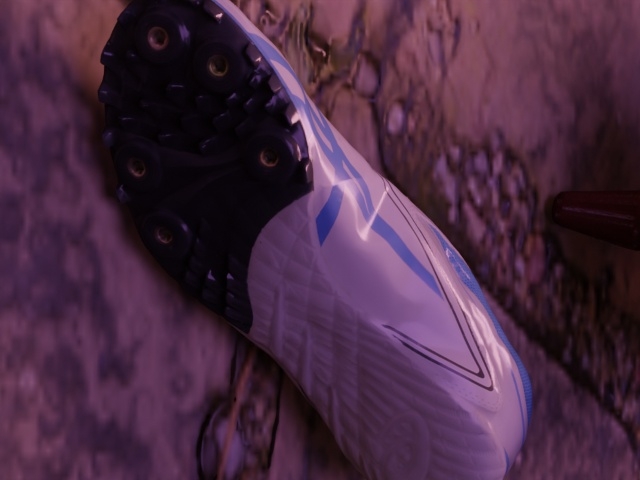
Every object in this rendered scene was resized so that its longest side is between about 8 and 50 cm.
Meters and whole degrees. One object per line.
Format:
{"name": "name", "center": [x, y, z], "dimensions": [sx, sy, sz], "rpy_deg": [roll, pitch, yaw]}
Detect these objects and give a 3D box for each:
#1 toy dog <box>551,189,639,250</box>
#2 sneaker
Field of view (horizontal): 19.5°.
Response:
{"name": "toy dog", "center": [0.222, 0.035, 0.871], "dimensions": [0.220, 0.161, 0.334], "rpy_deg": [-59, 139, -30]}
{"name": "sneaker", "center": [0.000, 0.000, 0.695], "dimensions": [0.237, 0.085, 0.086], "rpy_deg": [55, 29, -22]}
